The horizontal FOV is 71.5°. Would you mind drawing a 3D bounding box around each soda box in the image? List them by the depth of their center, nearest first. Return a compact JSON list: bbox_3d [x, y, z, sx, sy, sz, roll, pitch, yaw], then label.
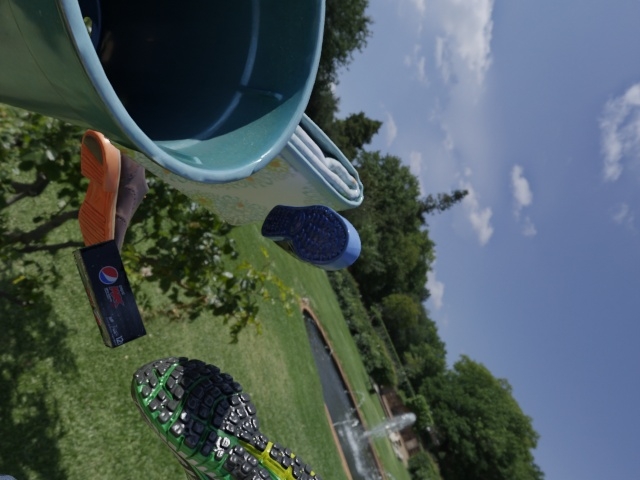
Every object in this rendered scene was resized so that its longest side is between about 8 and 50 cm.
[{"bbox_3d":[-0.346,0.087,0.730,0.053,0.060,0.169,-9,-81,48],"label":"soda box"}]

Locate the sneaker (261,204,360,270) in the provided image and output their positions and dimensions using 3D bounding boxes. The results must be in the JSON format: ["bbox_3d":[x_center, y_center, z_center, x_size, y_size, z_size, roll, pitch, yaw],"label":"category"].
[{"bbox_3d":[0.000,0.000,0.636,0.090,0.081,0.232,29,-3,-31],"label":"sneaker"}]

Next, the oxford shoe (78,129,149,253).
[{"bbox_3d":[-0.452,-0.077,1.005,0.130,0.133,0.363,38,-55,23],"label":"oxford shoe"}]

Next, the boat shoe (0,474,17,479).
[{"bbox_3d":[-0.663,0.449,0.724,0.302,0.094,0.109,33,65,-62],"label":"boat shoe"}]

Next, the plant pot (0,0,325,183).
[{"bbox_3d":[-0.219,-0.252,0.453,0.341,0.334,0.341,-42,139,-53],"label":"plant pot"}]

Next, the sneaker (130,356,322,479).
[{"bbox_3d":[-0.144,0.305,0.602,0.343,0.146,0.134,46,24,11],"label":"sneaker"}]

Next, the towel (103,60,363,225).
[{"bbox_3d":[-0.141,-0.144,0.787,0.374,0.320,0.090,40,55,-49],"label":"towel"}]
